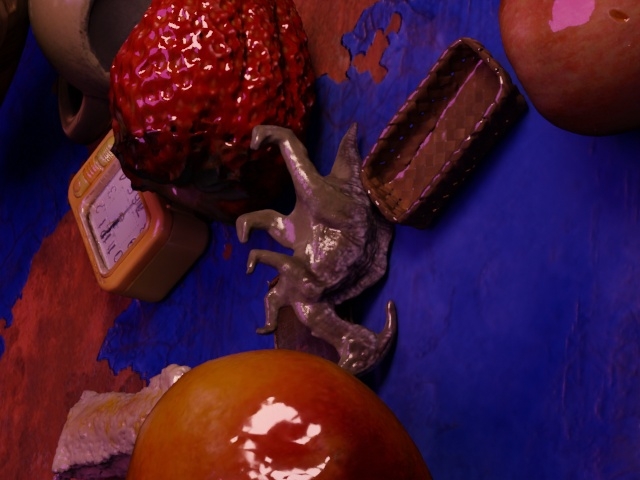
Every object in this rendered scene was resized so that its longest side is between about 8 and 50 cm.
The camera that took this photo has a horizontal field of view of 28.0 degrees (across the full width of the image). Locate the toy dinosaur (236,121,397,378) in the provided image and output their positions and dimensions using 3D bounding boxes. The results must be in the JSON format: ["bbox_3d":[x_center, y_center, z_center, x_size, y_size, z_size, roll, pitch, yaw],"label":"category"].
[{"bbox_3d":[-0.002,0.004,1.338,0.077,0.162,0.294,146,128,-70],"label":"toy dinosaur"}]

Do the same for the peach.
[{"bbox_3d":[-0.033,0.246,1.148,0.332,0.307,0.308,112,152,-59],"label":"peach"}]

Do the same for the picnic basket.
[{"bbox_3d":[0.124,-0.106,1.301,0.193,0.054,0.110,-53,45,21],"label":"picnic basket"}]

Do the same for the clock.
[{"bbox_3d":[-0.234,-0.034,1.625,0.143,0.096,0.202,-46,49,21],"label":"clock"}]

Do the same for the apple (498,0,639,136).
[{"bbox_3d":[0.251,-0.187,1.103,0.173,0.188,0.188,-23,60,28],"label":"apple"}]

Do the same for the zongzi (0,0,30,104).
[{"bbox_3d":[-0.517,-0.165,1.679,0.467,0.218,0.500,-102,27,-55],"label":"zongzi"}]

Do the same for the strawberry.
[{"bbox_3d":[-0.112,-0.176,1.440,0.250,0.238,0.288,-15,53,65],"label":"strawberry"}]

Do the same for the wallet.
[{"bbox_3d":[-0.003,0.126,1.376,0.122,0.031,0.232,-32,54,40],"label":"wallet"}]

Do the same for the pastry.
[{"bbox_3d":[-0.221,0.221,1.527,0.258,0.089,0.122,-20,60,40],"label":"pastry"}]

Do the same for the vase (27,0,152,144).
[{"bbox_3d":[-0.281,-0.282,1.674,0.302,0.240,0.329,50,124,55],"label":"vase"}]
